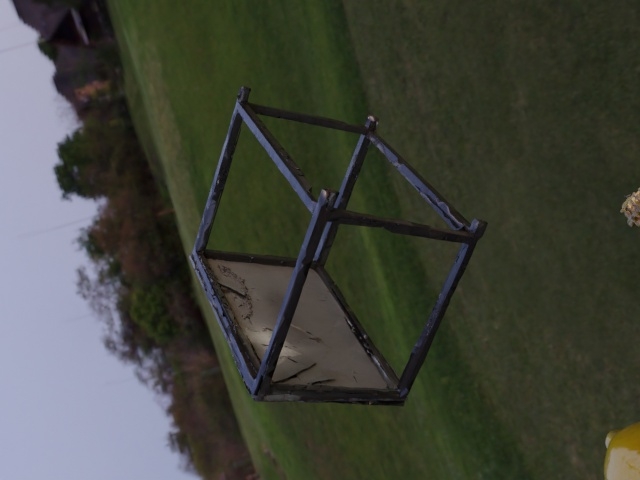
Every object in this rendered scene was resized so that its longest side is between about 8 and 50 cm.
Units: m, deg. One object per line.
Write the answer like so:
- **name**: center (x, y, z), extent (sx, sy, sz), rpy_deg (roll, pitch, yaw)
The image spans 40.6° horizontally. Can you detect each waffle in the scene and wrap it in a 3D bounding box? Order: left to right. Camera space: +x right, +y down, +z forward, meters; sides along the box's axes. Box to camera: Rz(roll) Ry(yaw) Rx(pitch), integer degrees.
- **waffle**: center (0.528, -0.057, 1.360), extent (0.160, 0.046, 0.192), rpy_deg (44, 171, -21)

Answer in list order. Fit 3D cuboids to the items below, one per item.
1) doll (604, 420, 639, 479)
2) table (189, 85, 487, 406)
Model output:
- **doll**: center (0.473, 0.272, 0.860), extent (0.423, 0.348, 0.161), rpy_deg (-22, -69, -76)
- **table**: center (0.000, 0.000, 1.123), extent (0.335, 0.222, 0.272), rpy_deg (54, 130, 53)
